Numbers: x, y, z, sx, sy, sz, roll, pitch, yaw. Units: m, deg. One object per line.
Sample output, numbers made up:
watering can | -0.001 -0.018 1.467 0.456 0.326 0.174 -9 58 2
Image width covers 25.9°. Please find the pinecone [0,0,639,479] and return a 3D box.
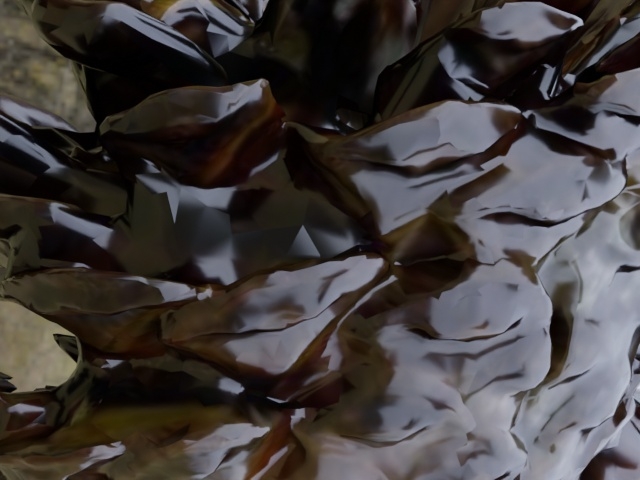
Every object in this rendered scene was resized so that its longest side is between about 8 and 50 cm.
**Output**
pinecone | -0.003 -0.005 0.479 0.242 0.298 0.295 36 -58 48
